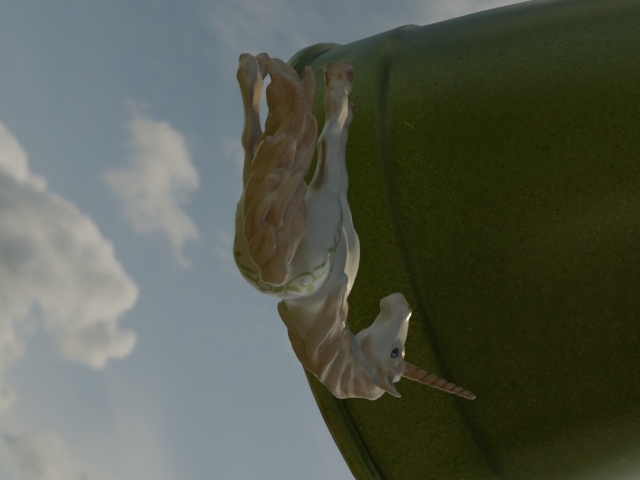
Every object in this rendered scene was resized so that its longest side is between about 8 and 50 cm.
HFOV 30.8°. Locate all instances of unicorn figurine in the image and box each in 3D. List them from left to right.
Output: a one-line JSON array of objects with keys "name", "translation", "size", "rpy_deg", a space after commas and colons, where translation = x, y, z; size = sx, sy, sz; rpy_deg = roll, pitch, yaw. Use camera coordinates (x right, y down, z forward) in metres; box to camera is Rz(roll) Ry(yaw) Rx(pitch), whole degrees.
[{"name": "unicorn figurine", "translation": [0.000, 0.000, 0.417], "size": [0.060, 0.162, 0.111], "rpy_deg": [-7, -102, 24]}]

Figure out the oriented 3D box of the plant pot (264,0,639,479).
[{"name": "plant pot", "translation": [0.209, -0.012, 0.728], "size": [0.353, 0.366, 0.366], "rpy_deg": [-19, -83, 25]}]
